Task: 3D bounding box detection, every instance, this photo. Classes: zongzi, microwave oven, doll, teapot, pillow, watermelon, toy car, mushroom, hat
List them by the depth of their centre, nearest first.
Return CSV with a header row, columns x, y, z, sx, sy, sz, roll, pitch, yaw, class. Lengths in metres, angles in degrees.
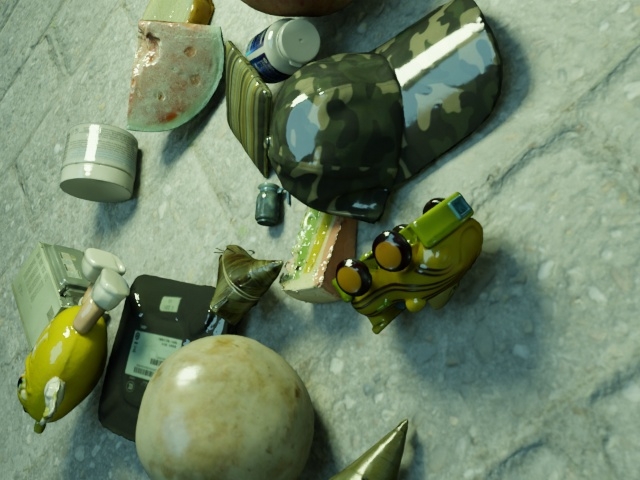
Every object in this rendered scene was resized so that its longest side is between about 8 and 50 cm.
x,y,z,sx,sy,sz,roll,pitch,yaw,class
0.141,0.042,0.998,0.248,0.200,0.142,-38,85,42,toy car
0.004,0.406,1.052,0.260,0.123,0.289,-3,66,43,zongzi
0.089,-0.254,1.117,0.382,0.257,0.366,-48,51,45,hat
-0.165,0.317,1.124,0.290,0.297,0.298,128,136,-53,mushroom
-0.129,0.039,1.253,0.184,0.084,0.187,-44,31,26,zongzi
-0.099,-0.073,1.318,0.063,0.049,0.083,-8,72,39,teapot
-0.150,-0.270,1.365,0.212,0.052,0.208,55,153,36,pillow
-0.524,0.224,1.422,0.348,0.161,0.423,-17,51,67,doll
-0.358,-0.398,1.541,0.318,0.226,0.148,-44,25,9,watermelon
-0.655,0.143,1.674,0.194,0.145,0.240,-49,51,15,microwave oven

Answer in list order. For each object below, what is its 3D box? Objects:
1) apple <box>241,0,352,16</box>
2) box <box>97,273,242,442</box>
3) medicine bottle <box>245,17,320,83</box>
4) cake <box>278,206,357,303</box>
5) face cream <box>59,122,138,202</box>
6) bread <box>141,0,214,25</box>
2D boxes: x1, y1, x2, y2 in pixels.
x,y,z,sx,sy,sz,roll,pitch,yaw,class
-0.045,-0.561,1.252,0.344,0.269,0.345,-7,59,11,apple
-0.322,0.256,1.389,0.359,0.091,0.350,5,81,40,box
-0.073,-0.374,1.305,0.191,0.107,0.107,10,84,66,medicine bottle
0.013,0.011,1.204,0.109,0.090,0.225,-10,52,41,cake
-0.552,-0.193,1.662,0.177,0.177,0.153,-12,67,38,face cream
-0.368,-0.558,1.683,0.236,0.070,0.236,-12,71,39,bread
